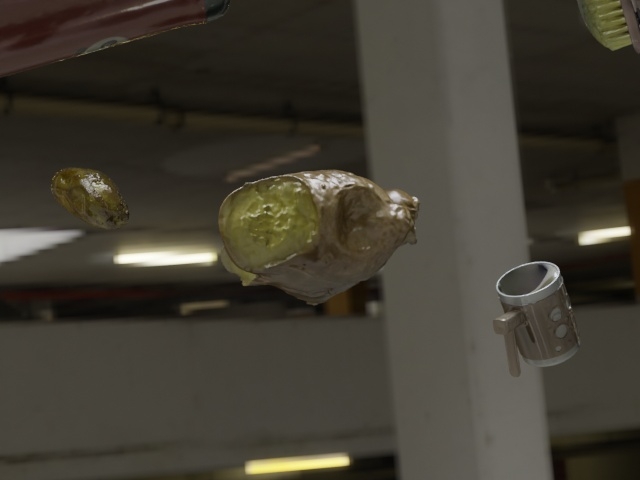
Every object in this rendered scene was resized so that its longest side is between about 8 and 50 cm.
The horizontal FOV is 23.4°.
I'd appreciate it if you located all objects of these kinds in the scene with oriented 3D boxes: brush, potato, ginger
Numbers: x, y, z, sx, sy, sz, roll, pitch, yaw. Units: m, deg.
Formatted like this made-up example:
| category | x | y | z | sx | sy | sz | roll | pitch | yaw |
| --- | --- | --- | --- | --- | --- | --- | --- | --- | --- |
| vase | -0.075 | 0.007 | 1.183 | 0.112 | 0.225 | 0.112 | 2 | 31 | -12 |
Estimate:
| category | x | y | z | sx | sy | sz | roll | pitch | yaw |
| --- | --- | --- | --- | --- | --- | --- | --- | --- | --- |
| brush | 0.257 | -0.326 | 1.493 | 0.067 | 0.313 | 0.072 | -12 | 18 | 20 |
| potato | -0.192 | -0.039 | 1.286 | 0.045 | 0.046 | 0.092 | -9 | 28 | -37 |
| ginger | 0.000 | 0.000 | 1.620 | 0.218 | 0.123 | 0.270 | -11 | -9 | 3 |

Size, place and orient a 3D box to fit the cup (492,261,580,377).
| category | x | y | z | sx | sy | sz | roll | pitch | yaw |
| --- | --- | --- | --- | --- | --- | --- | --- | --- | --- |
| cup | 0.240 | 0.091 | 1.697 | 0.074 | 0.099 | 0.102 | -13 | 26 | 22 |

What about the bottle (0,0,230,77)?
| category | x | y | z | sx | sy | sz | roll | pitch | yaw |
| --- | --- | --- | --- | --- | --- | --- | --- | --- | --- |
| bottle | -0.255 | -0.216 | 1.336 | 0.336 | 0.144 | 0.144 | -19 | -5 | -11 |
